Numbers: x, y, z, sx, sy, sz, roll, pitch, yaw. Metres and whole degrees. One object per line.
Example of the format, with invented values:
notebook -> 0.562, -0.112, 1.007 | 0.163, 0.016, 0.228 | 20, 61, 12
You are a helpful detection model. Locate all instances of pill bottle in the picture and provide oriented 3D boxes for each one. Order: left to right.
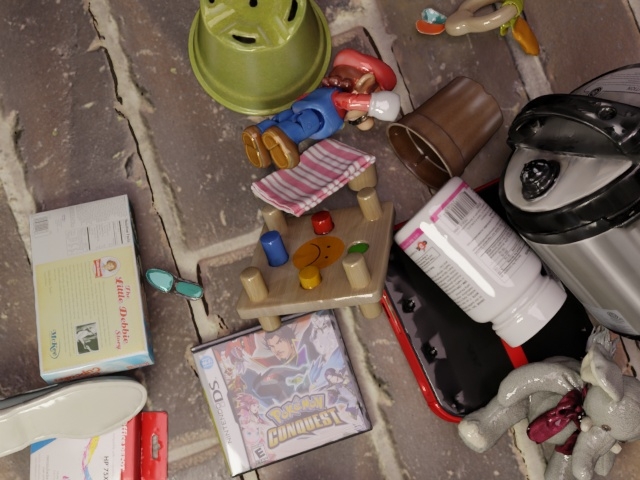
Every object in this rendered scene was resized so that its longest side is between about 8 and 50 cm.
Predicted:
pill bottle -> 0.278, 0.039, 1.650 | 0.160, 0.160, 0.283 | -44, 88, -5

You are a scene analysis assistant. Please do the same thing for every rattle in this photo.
rattle -> 0.300, -0.399, 1.833 | 0.199, 0.143, 0.130 | -23, 52, 11

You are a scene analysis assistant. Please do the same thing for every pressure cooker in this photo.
pressure cooker -> 0.507, -0.083, 1.573 | 0.420, 0.369, 0.376 | 44, 39, -22

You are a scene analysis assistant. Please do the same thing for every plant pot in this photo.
plant pot -> -0.114, -0.388, 1.710 | 0.275, 0.254, 0.276 | 0, 83, -1
plant pot -> 0.237, -0.203, 1.751 | 0.165, 0.167, 0.167 | -43, 86, -12

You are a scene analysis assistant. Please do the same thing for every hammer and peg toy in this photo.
hammer and peg toy -> 0.000, 0.000, 1.695 | 0.265, 0.361, 0.127 | -9, 126, 17

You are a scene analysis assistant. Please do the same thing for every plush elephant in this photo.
plush elephant -> 0.455, 0.303, 1.616 | 0.272, 0.255, 0.330 | 39, 87, -13

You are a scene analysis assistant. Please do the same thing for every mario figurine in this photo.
mario figurine -> 0.025, -0.215, 1.735 | 0.320, 0.170, 0.198 | -37, 62, -27

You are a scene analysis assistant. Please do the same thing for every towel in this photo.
towel -> -0.013, -0.121, 1.726 | 0.197, 0.144, 0.029 | -36, 128, -21

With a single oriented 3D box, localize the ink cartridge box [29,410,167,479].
ink cartridge box -> -0.394, 0.374, 1.708 | 0.230, 0.078, 0.134 | -1, 82, -1

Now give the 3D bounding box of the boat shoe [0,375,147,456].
boat shoe -> -0.461, 0.281, 1.629 | 0.319, 0.099, 0.116 | -14, 122, -19

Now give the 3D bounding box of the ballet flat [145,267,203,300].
ballet flat -> -0.270, 0.084, 1.763 | 0.114, 0.041, 0.041 | 21, 84, 2

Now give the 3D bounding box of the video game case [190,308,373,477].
video game case -> -0.072, 0.271, 1.748 | 0.274, 0.035, 0.248 | -18, 84, -3

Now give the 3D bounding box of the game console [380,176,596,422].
game console -> 0.297, 0.111, 1.771 | 0.341, 0.060, 0.387 | -24, 86, -9

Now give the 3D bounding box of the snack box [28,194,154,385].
snack box -> -0.410, 0.083, 1.696 | 0.187, 0.060, 0.322 | -12, 63, -2
